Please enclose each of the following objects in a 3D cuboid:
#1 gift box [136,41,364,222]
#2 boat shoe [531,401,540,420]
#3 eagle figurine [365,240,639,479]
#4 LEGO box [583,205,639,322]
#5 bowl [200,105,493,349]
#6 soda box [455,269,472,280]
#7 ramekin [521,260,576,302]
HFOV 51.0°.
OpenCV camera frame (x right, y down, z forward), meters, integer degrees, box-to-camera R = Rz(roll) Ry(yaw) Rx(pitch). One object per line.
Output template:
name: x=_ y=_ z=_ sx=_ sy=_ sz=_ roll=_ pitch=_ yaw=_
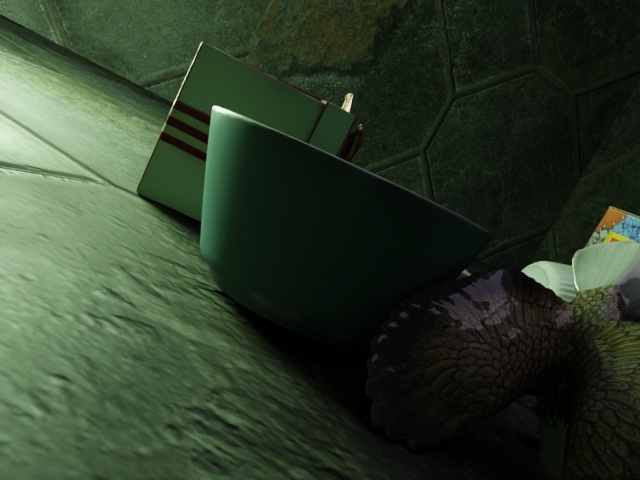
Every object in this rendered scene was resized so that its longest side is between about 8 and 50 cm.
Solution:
gift box: x=-0.087 y=-0.140 z=0.998 sx=0.258 sy=0.255 sz=0.276 roll=26 pitch=14 yaw=-8
boat shoe: x=0.312 y=0.233 z=0.754 sx=0.183 sy=0.083 sz=0.065 roll=55 pitch=4 yaw=-10
eagle figurine: x=0.212 y=0.121 z=0.590 sx=0.298 sy=0.226 sz=0.225 roll=9 pitch=56 yaw=-56
LEGO box: x=0.841 y=0.195 z=1.683 sx=0.500 sy=0.373 sz=0.193 roll=24 pitch=10 yaw=-27
bowl: x=0.000 y=0.000 z=0.693 sx=0.311 sy=0.163 sz=0.311 roll=26 pitch=4 yaw=-2
soda box: x=0.130 y=0.035 z=1.209 sx=0.286 sy=0.098 sz=0.091 roll=29 pitch=8 yaw=-6
ramekin: x=0.449 y=0.139 z=1.319 sx=0.108 sy=0.207 sz=0.207 roll=16 pitch=10 yaw=-11
